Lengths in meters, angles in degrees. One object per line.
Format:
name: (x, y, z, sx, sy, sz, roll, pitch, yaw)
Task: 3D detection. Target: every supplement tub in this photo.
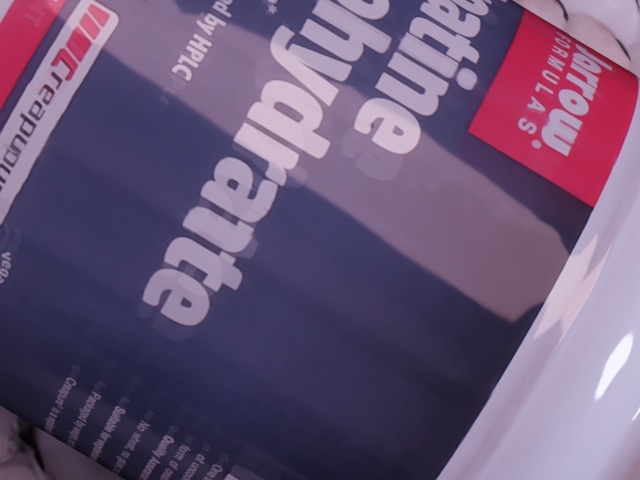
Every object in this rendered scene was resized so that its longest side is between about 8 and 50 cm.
supplement tub: (0.000, 0.000, 0.558, 0.272, 0.191, 0.191, 31, 57, -2)
